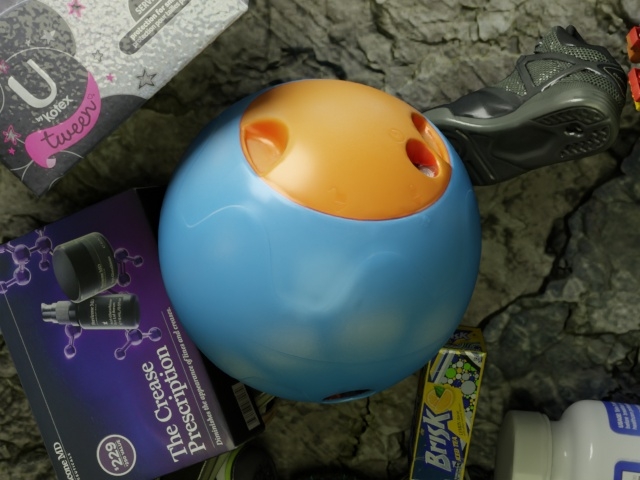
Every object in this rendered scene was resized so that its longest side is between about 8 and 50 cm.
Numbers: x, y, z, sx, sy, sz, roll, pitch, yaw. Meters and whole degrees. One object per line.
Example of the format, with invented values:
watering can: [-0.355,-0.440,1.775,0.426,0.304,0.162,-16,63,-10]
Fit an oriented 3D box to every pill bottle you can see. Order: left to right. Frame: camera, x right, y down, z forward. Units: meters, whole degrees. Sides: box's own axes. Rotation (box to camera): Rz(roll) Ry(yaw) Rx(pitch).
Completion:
pill bottle: [0.321,0.244,1.430,0.271,0.152,0.152,7,116,-1]

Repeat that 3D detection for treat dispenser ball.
treat dispenser ball: [0.000,0.000,1.243,0.288,0.288,0.288,1,116,1]

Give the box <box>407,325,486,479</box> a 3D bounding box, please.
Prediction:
box: [0.129,0.173,1.454,0.059,0.054,0.169,6,115,-2]

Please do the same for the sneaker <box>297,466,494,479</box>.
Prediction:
sneaker: [0.093,0.317,1.513,0.282,0.110,0.122,4,133,2]

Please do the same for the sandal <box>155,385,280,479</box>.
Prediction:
sandal: [-0.102,0.166,1.437,0.120,0.086,0.303,42,103,28]

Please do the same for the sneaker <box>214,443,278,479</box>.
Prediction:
sneaker: [-0.093,0.311,1.527,0.097,0.084,0.235,7,117,25]

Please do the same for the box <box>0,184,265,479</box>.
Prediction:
box: [-0.193,0.101,1.345,0.184,0.103,0.261,-23,87,16]

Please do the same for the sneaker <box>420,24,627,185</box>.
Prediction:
sneaker: [0.184,-0.125,1.302,0.227,0.130,0.087,-14,123,38]

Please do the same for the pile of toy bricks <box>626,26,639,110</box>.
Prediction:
pile of toy bricks: [0.357,-0.127,1.292,0.212,0.118,0.105,9,145,-20]

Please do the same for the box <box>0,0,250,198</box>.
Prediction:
box: [-0.193,-0.184,1.153,0.247,0.142,0.163,-39,109,18]
